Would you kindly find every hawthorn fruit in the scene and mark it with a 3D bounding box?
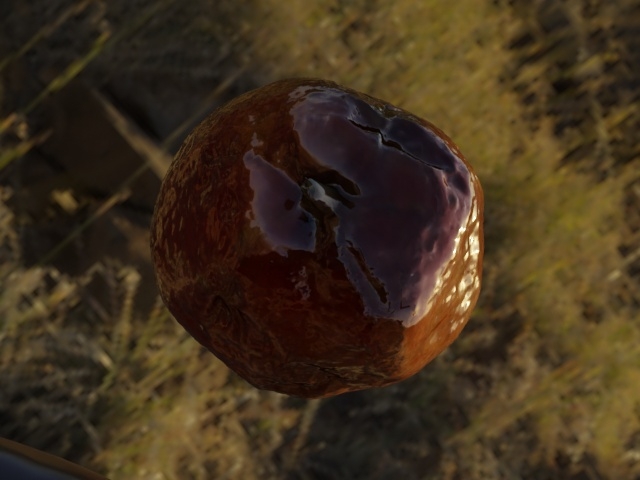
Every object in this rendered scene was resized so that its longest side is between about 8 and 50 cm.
[{"bbox_3d":[0.003,0.002,0.858,0.173,0.173,0.179,34,-8,-28],"label":"hawthorn fruit"}]

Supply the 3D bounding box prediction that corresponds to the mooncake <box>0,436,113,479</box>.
[{"bbox_3d":[-0.138,0.220,0.598,0.174,0.325,0.334,83,-12,-74],"label":"mooncake"}]
